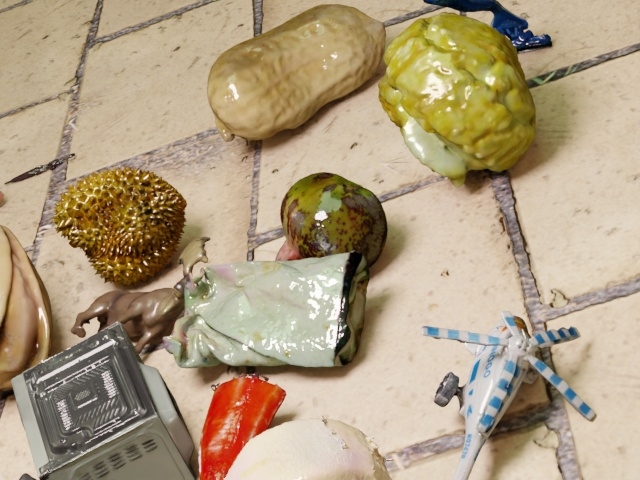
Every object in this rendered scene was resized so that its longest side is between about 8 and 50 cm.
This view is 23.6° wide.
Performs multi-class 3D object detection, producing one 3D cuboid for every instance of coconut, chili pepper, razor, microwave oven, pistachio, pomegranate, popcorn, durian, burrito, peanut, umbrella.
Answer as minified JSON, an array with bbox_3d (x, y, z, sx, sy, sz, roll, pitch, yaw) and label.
[{"bbox_3d":[-0.001,0.253,1.381,0.171,0.171,0.183,-26,29,-3],"label":"coconut"},{"bbox_3d":[-0.091,0.223,1.597,0.088,0.065,0.169,-25,32,31],"label":"chili pepper"},{"bbox_3d":[0.204,-0.298,1.990,0.093,0.056,0.324,-9,-9,26],"label":"razor"},{"bbox_3d":[-0.234,0.204,1.656,0.162,0.122,0.208,-28,31,-5],"label":"microwave oven"},{"bbox_3d":[-0.420,0.082,1.924,0.181,0.162,0.293,-59,27,13],"label":"pistachio"},{"bbox_3d":[-0.002,-0.009,1.818,0.163,0.125,0.138,-31,44,-9],"label":"pomegranate"},{"bbox_3d":[0.168,-0.180,1.883,0.184,0.204,0.221,-39,34,10],"label":"popcorn"},{"bbox_3d":[-0.252,-0.020,1.978,0.168,0.158,0.137,-20,46,3],"label":"durian"},{"bbox_3d":[-0.060,0.087,1.739,0.229,0.089,0.144,-3,58,22],"label":"burrito"},{"bbox_3d":[-0.045,-0.242,2.188,0.291,0.143,0.159,-33,23,-24],"label":"peanut"},{"bbox_3d":[-0.437,-0.110,2.379,0.122,0.013,0.022,-24,19,3],"label":"umbrella"}]

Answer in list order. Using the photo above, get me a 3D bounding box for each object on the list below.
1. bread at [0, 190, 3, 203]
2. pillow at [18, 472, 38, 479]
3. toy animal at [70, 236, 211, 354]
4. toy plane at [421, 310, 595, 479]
[{"bbox_3d":[-0.584,-0.039,2.320,0.192,0.067,0.119,-38,33,-21],"label":"bread"},{"bbox_3d":[-0.225,0.327,1.454,0.250,0.106,0.186,2,78,38],"label":"pillow"},{"bbox_3d":[-0.198,0.075,1.859,0.214,0.094,0.186,-6,27,42],"label":"toy animal"},{"bbox_3d":[0.165,0.176,1.484,0.182,0.107,0.273,16,53,-14],"label":"toy plane"}]
